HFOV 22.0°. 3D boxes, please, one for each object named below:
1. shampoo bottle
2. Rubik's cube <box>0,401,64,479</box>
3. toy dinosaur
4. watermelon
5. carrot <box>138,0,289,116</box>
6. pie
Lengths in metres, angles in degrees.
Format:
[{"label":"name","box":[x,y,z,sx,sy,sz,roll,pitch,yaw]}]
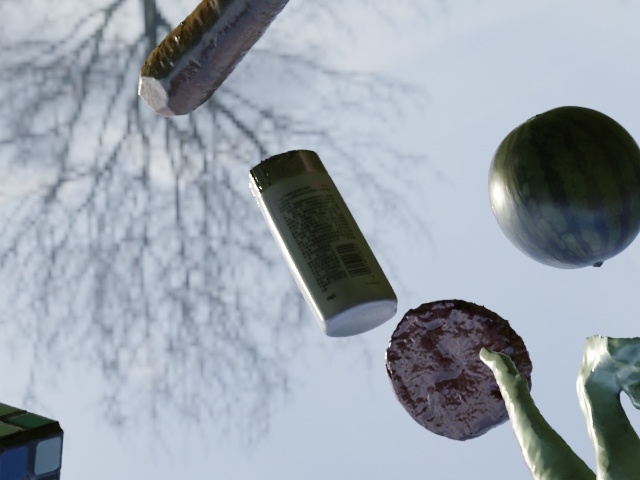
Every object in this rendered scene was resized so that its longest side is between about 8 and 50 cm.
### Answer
[{"label":"shampoo bottle","box":[0.000,0.000,1.739,0.086,0.056,0.227,-17,-128,-16]},{"label":"Rubik's cube","box":[-0.315,0.214,1.190,0.182,0.184,0.187,13,-165,32]},{"label":"toy dinosaur","box":[0.110,0.106,0.528,0.053,0.167,0.242,9,-174,-36]},{"label":"watermelon","box":[0.319,-0.065,2.107,0.212,0.212,0.212,1,-155,-1]},{"label":"carrot","box":[-0.052,-0.217,1.374,0.066,0.314,0.066,28,-143,-23]},{"label":"pie","box":[0.135,0.127,1.619,0.154,0.154,0.036,14,-161,24]}]
